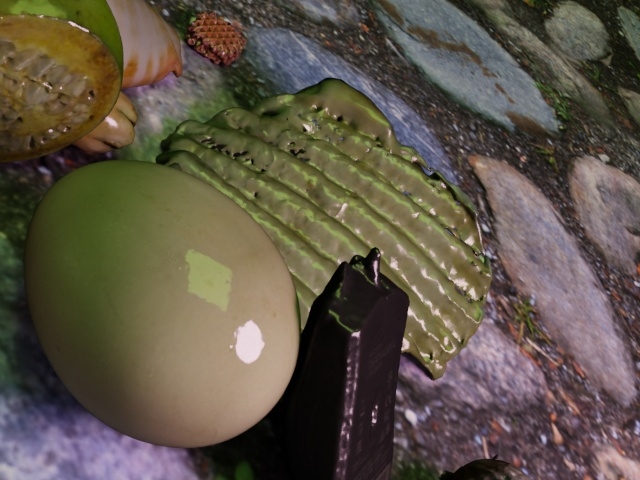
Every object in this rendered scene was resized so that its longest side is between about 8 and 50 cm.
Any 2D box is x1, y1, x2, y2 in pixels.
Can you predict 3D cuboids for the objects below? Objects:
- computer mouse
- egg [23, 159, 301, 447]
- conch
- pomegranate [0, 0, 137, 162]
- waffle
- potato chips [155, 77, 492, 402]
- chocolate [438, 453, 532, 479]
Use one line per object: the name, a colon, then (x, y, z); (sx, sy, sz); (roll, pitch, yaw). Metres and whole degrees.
computer mouse: (0.012, 0.130, 0.707); (0.088, 0.264, 0.147); (12, 11, 19)
egg: (-0.126, 0.041, 0.668); (0.254, 0.189, 0.188); (46, 35, 20)
conch: (-0.241, -0.246, 0.923); (0.255, 0.127, 0.158); (-11, 59, -49)
pomegranate: (-0.256, -0.176, 0.778); (0.240, 0.190, 0.159); (8, 49, -37)
waffle: (-0.136, -0.260, 1.120); (0.075, 0.029, 0.083); (29, 40, -11)
potato chips: (-0.003, -0.007, 0.916); (0.373, 0.097, 0.389); (-25, 73, -42)
chocolate: (0.187, 0.301, 0.751); (0.110, 0.110, 0.248); (-5, 58, -46)
